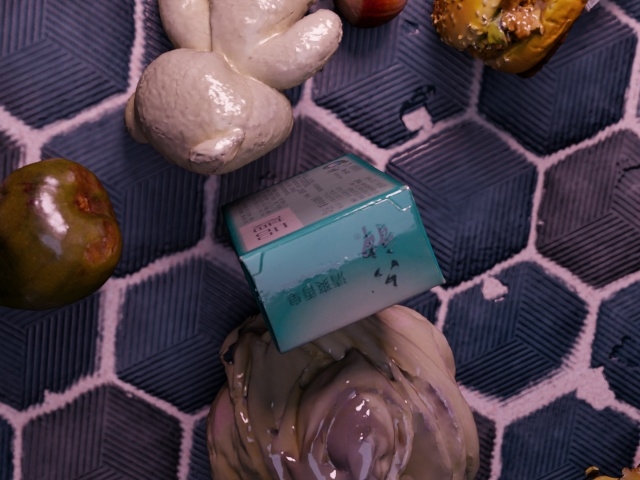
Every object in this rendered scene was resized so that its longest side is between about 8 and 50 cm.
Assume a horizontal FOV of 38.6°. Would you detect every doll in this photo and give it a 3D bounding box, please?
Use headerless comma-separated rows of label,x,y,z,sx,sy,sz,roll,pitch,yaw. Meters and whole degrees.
doll,-0.066,-0.191,0.863,0.149,0.175,0.278,23,92,-41

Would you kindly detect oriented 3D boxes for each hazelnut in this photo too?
hazelnut,0.047,-0.247,0.887,0.086,0.086,0.086,-2,101,-8

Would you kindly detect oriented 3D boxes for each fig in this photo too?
fig,-0.268,0.003,0.883,0.133,0.185,0.126,51,51,-9

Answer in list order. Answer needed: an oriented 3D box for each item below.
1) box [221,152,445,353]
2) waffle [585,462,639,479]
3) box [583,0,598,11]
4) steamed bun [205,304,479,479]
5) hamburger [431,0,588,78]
box,0.000,0.000,0.838,0.153,0.245,0.092,-23,104,-3
waffle,0.425,0.433,1.046,0.382,0.095,0.380,9,90,-11
box,0.328,-0.319,0.925,0.218,0.055,0.039,-44,102,1
steamed bun,0.031,0.196,0.900,0.280,0.207,0.268,12,98,-12
hamburger,0.180,-0.259,0.848,0.118,0.182,0.191,21,113,-16
